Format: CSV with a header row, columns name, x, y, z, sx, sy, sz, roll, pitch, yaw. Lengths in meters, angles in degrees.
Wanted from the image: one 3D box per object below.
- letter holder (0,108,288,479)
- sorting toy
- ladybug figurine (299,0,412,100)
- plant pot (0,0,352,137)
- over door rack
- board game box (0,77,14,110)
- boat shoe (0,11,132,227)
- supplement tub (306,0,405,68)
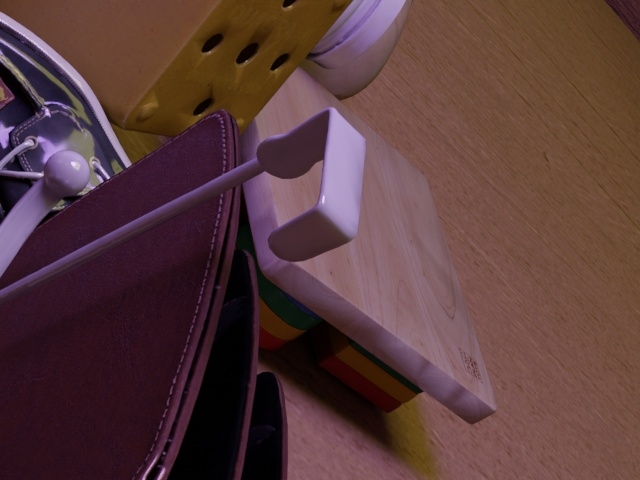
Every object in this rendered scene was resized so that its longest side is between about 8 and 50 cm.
name,x,y,z,sx,sy,sz,roll,pitch,yaw
letter holder,-0.081,0.102,0.727,0.152,0.214,0.302,48,22,-22
sorting toy,0.000,0.000,1.238,0.255,0.089,0.257,38,28,-40
ladybug figurine,-0.061,-0.339,1.461,0.449,0.162,0.305,56,31,2
plant pot,-0.104,-0.177,1.041,0.187,0.212,0.212,48,17,19
over door rack,-0.163,-0.068,0.654,0.239,0.324,0.108,42,50,-33
board game box,-0.290,-0.153,0.841,0.281,0.027,0.145,53,41,-7
boat shoe,-0.161,-0.041,0.950,0.233,0.084,0.079,53,22,-14
supplement tub,-0.038,-0.235,1.262,0.199,0.144,0.144,33,29,-27
